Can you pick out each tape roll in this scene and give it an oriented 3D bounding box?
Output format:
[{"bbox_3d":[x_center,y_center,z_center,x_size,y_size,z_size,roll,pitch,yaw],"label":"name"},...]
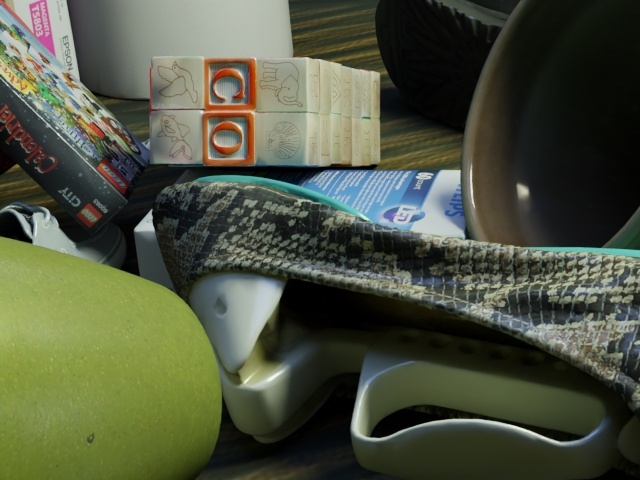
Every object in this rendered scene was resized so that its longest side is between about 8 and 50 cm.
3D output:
[{"bbox_3d":[-0.157,-0.272,1.976,0.246,0.169,0.246,-4,23,2],"label":"tape roll"}]

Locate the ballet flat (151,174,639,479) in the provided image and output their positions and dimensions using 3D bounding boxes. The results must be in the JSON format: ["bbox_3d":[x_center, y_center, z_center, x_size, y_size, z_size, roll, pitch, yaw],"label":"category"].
[{"bbox_3d":[0.048,0.068,1.168,0.483,0.164,0.182,11,52,31],"label":"ballet flat"}]

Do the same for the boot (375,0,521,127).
[{"bbox_3d":[0.247,-0.194,1.744,0.260,0.131,0.348,-23,30,-34],"label":"boot"}]

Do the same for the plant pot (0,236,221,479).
[{"bbox_3d":[-0.208,0.102,1.023,0.275,0.275,0.293,16,17,42],"label":"plant pot"}]

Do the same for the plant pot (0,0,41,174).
[{"bbox_3d":[-0.354,-0.122,1.593,0.174,0.191,0.191,-38,12,22],"label":"plant pot"}]

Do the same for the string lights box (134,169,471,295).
[{"bbox_3d":[0.000,0.000,1.407,0.260,0.077,0.133,1,24,16],"label":"string lights box"}]

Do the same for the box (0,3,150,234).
[{"bbox_3d":[-0.244,-0.120,1.480,0.044,0.233,0.159,-43,11,13],"label":"box"}]

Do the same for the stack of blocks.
[{"bbox_3d":[-0.059,-0.106,1.534,0.171,0.087,0.297,0,3,12],"label":"stack of blocks"}]

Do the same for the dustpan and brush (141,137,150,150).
[{"bbox_3d":[-0.080,-0.118,1.751,0.211,0.060,0.147,-4,20,-13],"label":"dustpan and brush"}]

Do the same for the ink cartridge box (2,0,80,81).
[{"bbox_3d":[-0.354,-0.246,1.871,0.193,0.234,0.088,15,31,39],"label":"ink cartridge box"}]

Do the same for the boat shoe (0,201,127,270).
[{"bbox_3d":[-0.235,0.014,1.422,0.079,0.081,0.227,8,25,31],"label":"boat shoe"}]

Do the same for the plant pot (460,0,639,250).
[{"bbox_3d":[0.264,-0.061,1.289,0.229,0.263,0.263,17,10,-30],"label":"plant pot"}]
